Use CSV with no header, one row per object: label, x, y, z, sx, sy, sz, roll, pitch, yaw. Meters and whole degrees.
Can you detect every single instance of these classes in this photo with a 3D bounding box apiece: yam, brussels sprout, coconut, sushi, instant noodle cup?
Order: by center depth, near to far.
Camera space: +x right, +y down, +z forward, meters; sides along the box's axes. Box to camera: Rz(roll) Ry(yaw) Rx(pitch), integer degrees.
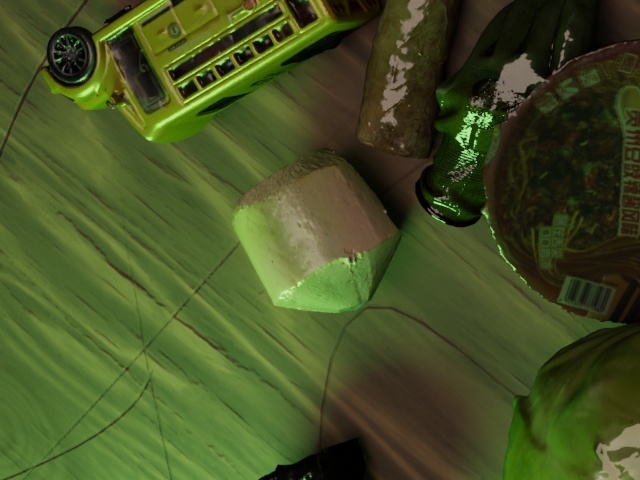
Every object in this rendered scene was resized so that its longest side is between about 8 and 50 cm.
brussels sprout,0.313,0.202,1.323,0.328,0.247,0.328,-1,118,-2
instant noodle cup,0.277,-0.062,1.346,0.274,0.090,0.274,2,117,3
yam,0.098,-0.250,1.436,0.081,0.081,0.356,17,108,24
coconut,0.000,0.000,1.506,0.147,0.147,0.152,-37,81,30
sushi,-0.020,0.314,1.592,0.150,0.153,0.172,-23,81,34

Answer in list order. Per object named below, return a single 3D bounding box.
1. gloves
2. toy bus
gloves,0.176,-0.130,1.409,0.135,0.107,0.268,22,113,-11
toy bus,-0.114,-0.202,1.521,0.331,0.145,0.151,-28,89,30
